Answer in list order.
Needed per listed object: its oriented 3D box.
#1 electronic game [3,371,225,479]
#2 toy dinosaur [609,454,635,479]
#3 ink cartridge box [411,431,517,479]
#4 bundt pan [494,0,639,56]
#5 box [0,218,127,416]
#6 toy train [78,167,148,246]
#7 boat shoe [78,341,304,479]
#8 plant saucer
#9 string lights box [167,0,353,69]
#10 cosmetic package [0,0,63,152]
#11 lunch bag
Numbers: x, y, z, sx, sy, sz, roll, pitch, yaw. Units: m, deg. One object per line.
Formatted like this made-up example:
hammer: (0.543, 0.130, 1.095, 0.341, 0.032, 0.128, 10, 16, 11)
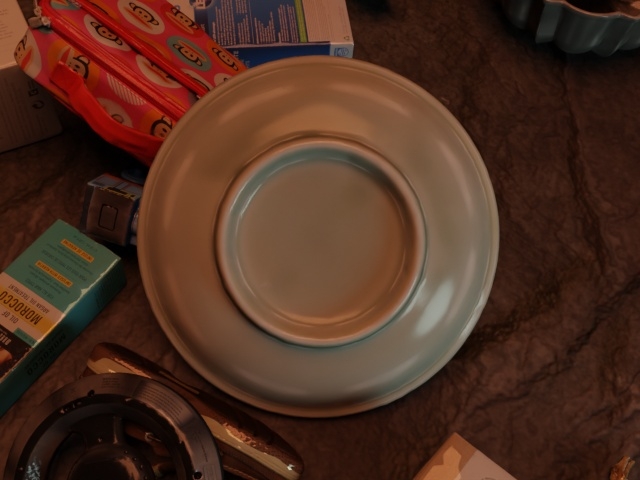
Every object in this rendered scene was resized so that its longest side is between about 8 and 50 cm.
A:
electronic game: (-0.206, 0.246, 0.847, 0.229, 0.048, 0.229, -2, 81, 10)
toy dinosaur: (0.322, 0.295, 0.872, 0.092, 0.053, 0.183, 27, 24, 9)
ink cartridge box: (0.162, 0.337, 0.833, 0.234, 0.088, 0.193, 35, 63, 18)
bundt pan: (0.403, -0.410, 1.311, 0.331, 0.124, 0.331, 2, 58, -3)
box: (-0.339, 0.094, 0.969, 0.100, 0.060, 0.244, 30, 60, 15)
toy train: (-0.192, -0.026, 1.028, 0.184, 0.080, 0.105, 19, 22, 5)
boat shoe: (-0.144, 0.207, 0.907, 0.257, 0.095, 0.095, 28, 88, 11)
plant saucer: (0.000, 0.000, 0.908, 0.400, 0.100, 0.400, 0, 93, -3)
string lights box: (-0.091, -0.298, 1.230, 0.259, 0.077, 0.133, -4, 57, -6)
cosmetic package: (-0.446, -0.227, 1.115, 0.151, 0.151, 0.184, -21, 62, -17)
lunch bag: (-0.212, -0.189, 1.038, 0.293, 0.120, 0.258, 36, 29, -9)
